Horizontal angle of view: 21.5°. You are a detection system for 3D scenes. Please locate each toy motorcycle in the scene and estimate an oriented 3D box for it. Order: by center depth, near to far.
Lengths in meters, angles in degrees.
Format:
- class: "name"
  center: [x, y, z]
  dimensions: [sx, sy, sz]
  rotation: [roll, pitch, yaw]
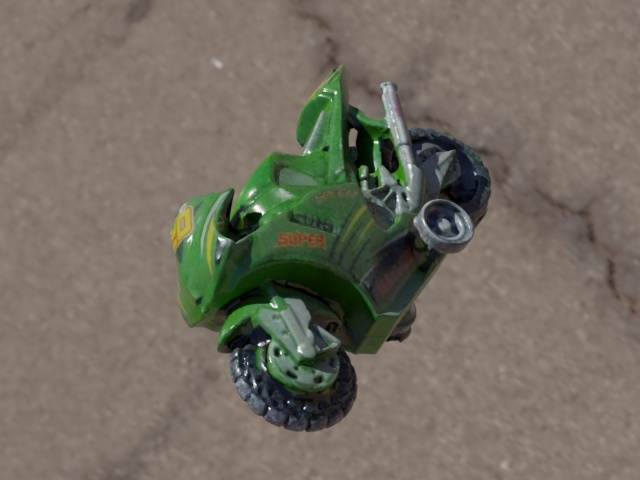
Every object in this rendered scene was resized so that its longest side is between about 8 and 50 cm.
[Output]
- class: "toy motorcycle"
  center: [0.000, 0.000, 0.708]
  dimensions: [0.190, 0.106, 0.074]
  rotation: [-52, -6, -44]
